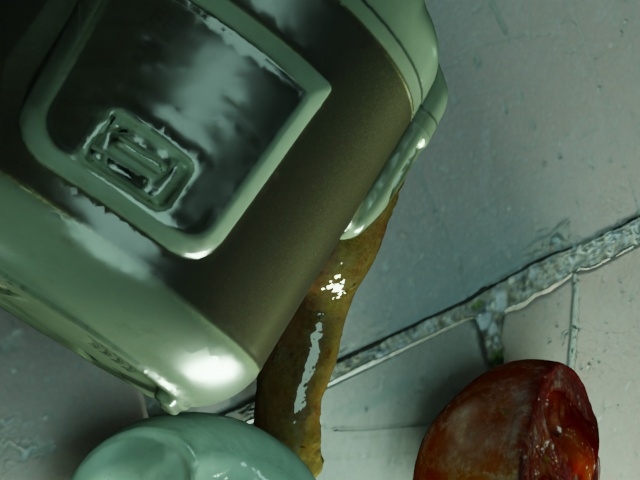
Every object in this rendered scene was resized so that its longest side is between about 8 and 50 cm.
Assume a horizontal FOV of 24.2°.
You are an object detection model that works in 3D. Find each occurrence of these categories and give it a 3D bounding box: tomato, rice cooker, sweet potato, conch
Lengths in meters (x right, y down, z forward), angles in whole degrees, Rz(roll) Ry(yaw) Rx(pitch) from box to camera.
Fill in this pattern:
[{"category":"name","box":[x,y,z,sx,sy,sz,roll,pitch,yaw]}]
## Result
[{"category":"tomato","box":[0.153,0.216,1.276,0.233,0.139,0.200,-67,143,-49]},{"category":"rice cooker","box":[-0.105,-0.094,0.921,0.335,0.335,0.325,40,76,-33]},{"category":"sweet potato","box":[0.000,0.000,1.152,0.109,0.109,0.385,-2,113,-35]},{"category":"conch","box":[-0.092,0.215,1.113,0.185,0.121,0.221,-40,110,-13]}]
